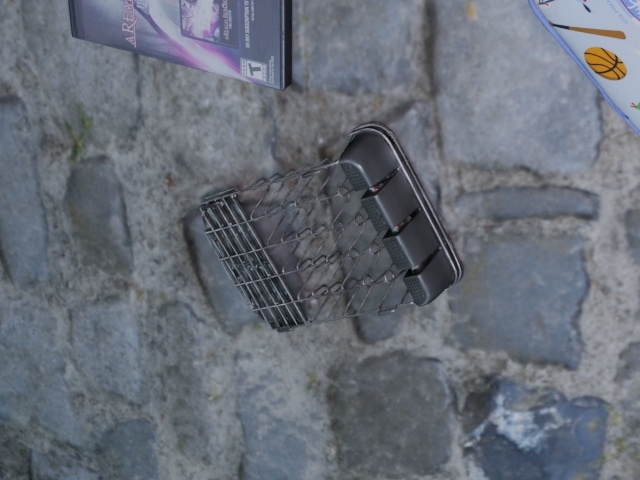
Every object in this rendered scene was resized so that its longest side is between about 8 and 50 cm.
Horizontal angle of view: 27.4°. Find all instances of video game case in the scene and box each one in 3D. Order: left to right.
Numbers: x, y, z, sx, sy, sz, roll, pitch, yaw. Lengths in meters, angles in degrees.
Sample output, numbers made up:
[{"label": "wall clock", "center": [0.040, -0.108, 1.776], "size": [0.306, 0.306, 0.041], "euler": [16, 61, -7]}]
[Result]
[{"label": "video game case", "center": [-0.156, -0.279, 1.400], "size": [0.274, 0.026, 0.196], "euler": [16, 128, 20]}]

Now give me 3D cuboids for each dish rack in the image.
[{"label": "dish rack", "center": [0.000, 0.000, 1.470], "size": [0.271, 0.074, 0.208], "euler": [-15, 111, 39]}]

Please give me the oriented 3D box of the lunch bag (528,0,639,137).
[{"label": "lunch bag", "center": [0.320, -0.170, 1.053], "size": [0.303, 0.115, 0.243], "euler": [41, 160, -23]}]
